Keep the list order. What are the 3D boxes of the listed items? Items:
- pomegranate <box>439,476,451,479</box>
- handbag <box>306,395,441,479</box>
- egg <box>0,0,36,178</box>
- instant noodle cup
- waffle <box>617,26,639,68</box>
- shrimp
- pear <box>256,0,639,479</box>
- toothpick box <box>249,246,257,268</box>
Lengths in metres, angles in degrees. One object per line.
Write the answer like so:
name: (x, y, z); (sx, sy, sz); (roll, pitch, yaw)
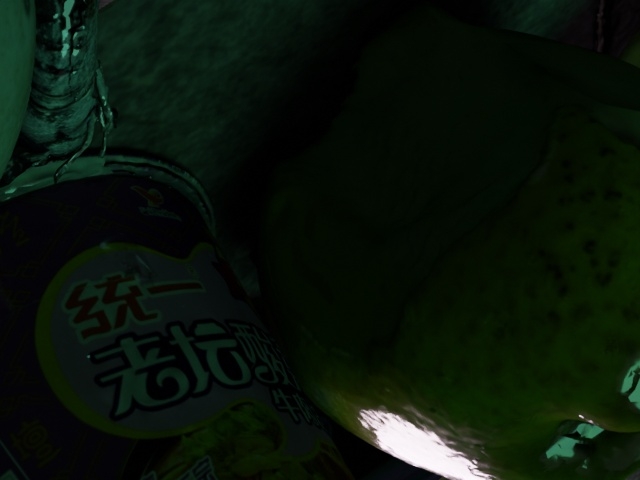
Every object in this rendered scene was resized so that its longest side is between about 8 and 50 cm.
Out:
pomegranate: (0.180, 0.216, 1.581); (0.152, 0.191, 0.131); (-2, 119, -55)
handbag: (-0.012, 0.178, 1.311); (0.329, 0.122, 0.303); (-17, 157, -46)
egg: (-0.204, -0.046, 0.644); (0.236, 0.169, 0.169); (-46, 154, 13)
instant noodle cup: (-0.130, 0.159, 0.975); (0.340, 0.266, 0.340); (-30, 154, -17)
waffle: (0.283, -0.092, 1.233); (0.376, 0.114, 0.261); (-53, 161, 14)
shrimp: (-0.136, -0.075, 0.810); (0.082, 0.076, 0.174); (-3, 141, -19)
pear: (0.100, 0.023, 0.994); (0.176, 0.282, 0.286); (26, 104, -37)
toothpick box: (0.000, 0.000, 1.137); (0.083, 0.052, 0.052); (-43, 155, 4)
